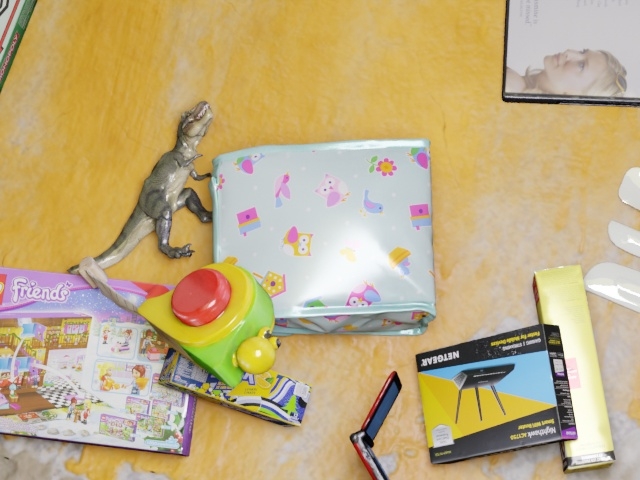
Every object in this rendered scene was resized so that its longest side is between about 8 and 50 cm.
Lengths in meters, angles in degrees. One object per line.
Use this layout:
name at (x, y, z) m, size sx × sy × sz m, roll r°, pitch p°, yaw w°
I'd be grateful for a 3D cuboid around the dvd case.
dvd case at (0.354, -0.254, 1.934) m, size 0.253 × 0.022 × 0.180 m, roll 3°, pitch 77°, yaw 6°

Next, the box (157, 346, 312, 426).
box at (-0.099, 0.168, 1.830) m, size 0.169 × 0.059 × 0.054 m, roll 22°, pitch 77°, yaw -18°

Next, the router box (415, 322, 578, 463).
router box at (0.201, 0.178, 1.796) m, size 0.179 × 0.046 × 0.133 m, roll -18°, pitch 74°, yaw 36°

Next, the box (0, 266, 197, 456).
box at (-0.290, 0.144, 1.888) m, size 0.293 × 0.057 × 0.200 m, roll 6°, pitch 79°, yaw 7°

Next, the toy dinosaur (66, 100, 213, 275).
toy dinosaur at (-0.186, -0.038, 1.921) m, size 0.118 × 0.064 × 0.268 m, roll 34°, pitch 85°, yaw 18°

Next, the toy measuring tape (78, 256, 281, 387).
toy measuring tape at (-0.148, 0.061, 1.761) m, size 0.330 × 0.121 × 0.121 m, roll 29°, pitch 80°, yaw 45°

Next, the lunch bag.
lunch bag at (0.000, 0.000, 1.843) m, size 0.262 × 0.160 × 0.223 m, roll -2°, pitch 78°, yaw -1°

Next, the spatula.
spatula at (0.453, 0.026, 1.864) m, size 0.242 × 0.019 × 0.168 m, roll 22°, pitch 80°, yaw 10°

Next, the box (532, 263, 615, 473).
box at (0.293, 0.150, 1.817) m, size 0.058 × 0.087 × 0.232 m, roll -8°, pitch 78°, yaw 4°

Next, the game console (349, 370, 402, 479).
game console at (0.085, 0.230, 1.788) m, size 0.085 × 0.144 × 0.124 m, roll -31°, pitch 76°, yaw -1°

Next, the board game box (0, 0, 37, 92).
board game box at (-0.465, -0.351, 2.024) m, size 0.214 × 0.046 × 0.317 m, roll 17°, pitch 80°, yaw 8°
